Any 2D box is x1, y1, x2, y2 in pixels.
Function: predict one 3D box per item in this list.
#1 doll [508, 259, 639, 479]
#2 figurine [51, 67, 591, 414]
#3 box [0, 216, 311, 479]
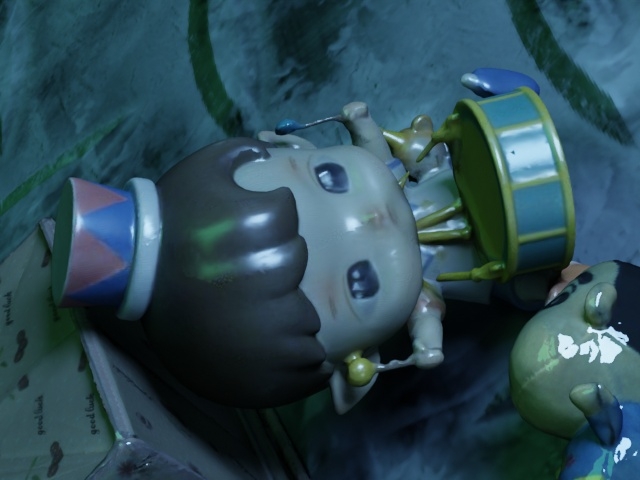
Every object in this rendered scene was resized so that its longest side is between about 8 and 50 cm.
[{"bbox_3d":[0.128,0.083,0.786,0.089,0.102,0.179,16,59,7],"label":"doll"},{"bbox_3d":[0.000,0.003,0.859,0.275,0.158,0.161,-17,72,-7],"label":"figurine"},{"bbox_3d":[-0.171,0.182,0.937,0.297,0.190,0.225,-45,36,9],"label":"box"}]
